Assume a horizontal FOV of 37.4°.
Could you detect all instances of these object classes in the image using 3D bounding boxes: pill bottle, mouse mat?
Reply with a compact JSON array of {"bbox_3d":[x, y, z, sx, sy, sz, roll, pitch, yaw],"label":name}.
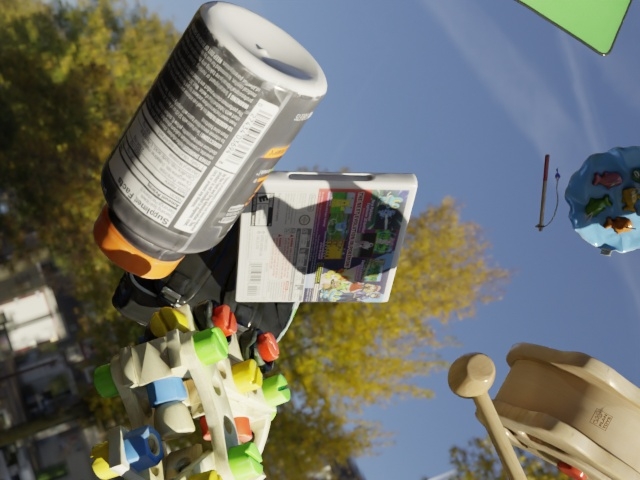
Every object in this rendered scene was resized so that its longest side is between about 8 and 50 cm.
[{"bbox_3d":[-0.111,-0.079,0.847,0.246,0.130,0.130,-52,-132,26],"label":"pill bottle"},{"bbox_3d":[0.336,-0.352,1.274,0.189,0.153,0.007,29,-18,-9],"label":"mouse mat"}]

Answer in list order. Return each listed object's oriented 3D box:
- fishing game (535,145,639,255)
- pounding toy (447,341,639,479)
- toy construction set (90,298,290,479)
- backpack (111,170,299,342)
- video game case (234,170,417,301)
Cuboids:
[{"bbox_3d":[0.483,-0.059,1.512,0.041,0.264,0.189,-65,158,-61],"label":"fishing game"},{"bbox_3d":[0.213,0.193,0.853,0.269,0.155,0.154,34,-15,-3],"label":"pounding toy"},{"bbox_3d":[-0.102,0.179,0.886,0.328,0.151,0.215,76,0,-64],"label":"toy construction set"},{"bbox_3d":[-0.125,0.022,1.226,0.191,0.225,0.254,-48,-162,60],"label":"backpack"},{"bbox_3d":[0.000,0.000,1.047,0.201,0.183,0.023,99,-11,-47],"label":"video game case"}]
